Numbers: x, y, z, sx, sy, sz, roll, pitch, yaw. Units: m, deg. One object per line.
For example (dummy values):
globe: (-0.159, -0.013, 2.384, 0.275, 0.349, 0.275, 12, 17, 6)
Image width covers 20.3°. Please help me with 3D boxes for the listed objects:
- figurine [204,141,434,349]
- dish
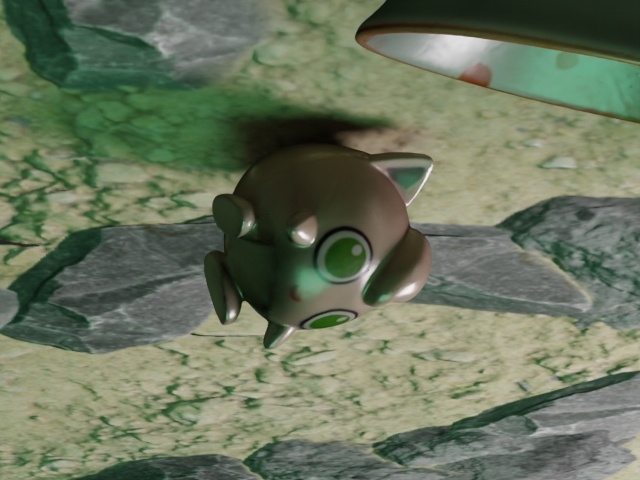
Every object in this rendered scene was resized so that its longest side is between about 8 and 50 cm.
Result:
figurine: (0.000, 0.000, 1.102, 0.138, 0.125, 0.125, -5, 160, -22)
dish: (0.151, -0.108, 0.841, 0.260, 0.085, 0.260, 13, 180, 0)
